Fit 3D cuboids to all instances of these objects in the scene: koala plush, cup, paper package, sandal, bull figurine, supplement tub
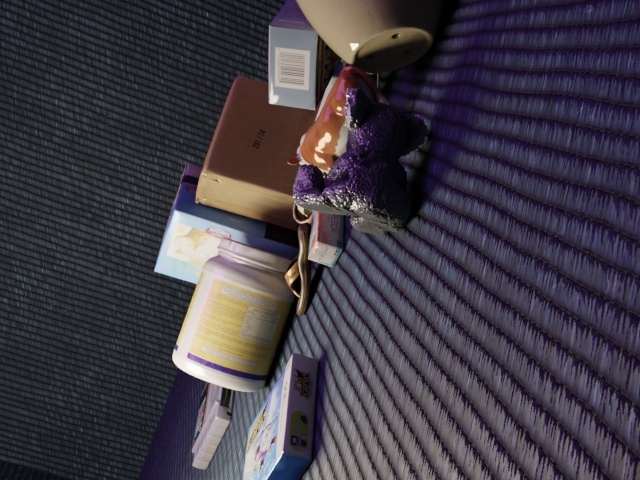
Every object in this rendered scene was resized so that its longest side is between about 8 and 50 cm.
[{"bbox_3d":[0.091,-0.141,1.472,0.203,0.196,0.221,0,70,65],"label":"koala plush"},{"bbox_3d":[0.111,-0.473,1.667,0.331,0.331,0.237,133,128,-62],"label":"cup"},{"bbox_3d":[-0.128,-0.219,2.191,0.168,0.310,0.324,117,168,-60],"label":"paper package"},{"bbox_3d":[-0.052,0.064,1.930,0.090,0.060,0.219,-83,-6,-65],"label":"sandal"},{"bbox_3d":[0.044,-0.205,1.729,0.101,0.188,0.310,-28,-24,-36],"label":"bull figurine"},{"bbox_3d":[-0.201,0.179,2.082,0.241,0.241,0.331,-163,92,-78],"label":"supplement tub"}]

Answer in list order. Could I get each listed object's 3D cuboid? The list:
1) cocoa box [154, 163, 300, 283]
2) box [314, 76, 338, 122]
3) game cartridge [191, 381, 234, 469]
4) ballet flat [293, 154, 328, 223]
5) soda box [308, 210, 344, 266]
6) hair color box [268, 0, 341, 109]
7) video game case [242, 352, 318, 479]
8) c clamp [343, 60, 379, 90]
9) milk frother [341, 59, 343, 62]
[{"bbox_3d":[-0.243,-0.013,2.305,0.228,0.347,0.231,-87,18,-52],"label":"cocoa box"},{"bbox_3d":[0.035,-0.285,2.062,0.145,0.038,0.186,27,-100,-64],"label":"box"},{"bbox_3d":[-0.315,0.484,2.551,0.230,0.068,0.355,-59,17,29],"label":"game cartridge"},{"bbox_3d":[-0.005,-0.160,1.931,0.107,0.106,0.316,44,138,39],"label":"ballet flat"},{"bbox_3d":[0.014,-0.026,1.875,0.183,0.063,0.058,-85,17,-51],"label":"soda box"},{"bbox_3d":[-0.019,-0.470,1.957,0.374,0.114,0.185,-70,-14,-53],"label":"hair color box"},{"bbox_3d":[-0.086,0.398,1.668,0.244,0.061,0.269,-84,18,-51],"label":"video game case"},{"bbox_3d":[0.096,-0.419,2.024,0.161,0.022,0.137,15,100,57],"label":"c clamp"},{"bbox_3d":[0.104,-0.562,2.270,0.129,0.143,0.134,54,143,39],"label":"milk frother"}]
